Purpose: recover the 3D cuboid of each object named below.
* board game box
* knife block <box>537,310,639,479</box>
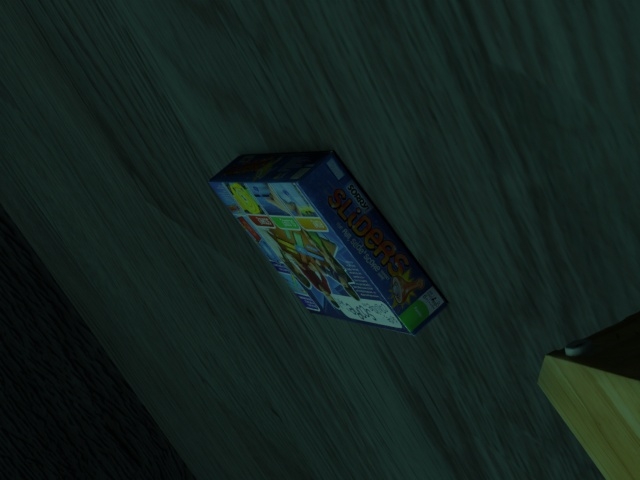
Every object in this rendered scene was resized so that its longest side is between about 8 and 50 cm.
[{"bbox_3d":[0.000,0.000,1.224,0.136,0.035,0.201,53,165,-15],"label":"board game box"},{"bbox_3d":[0.224,0.158,0.736,0.276,0.088,0.242,12,121,65],"label":"knife block"}]
